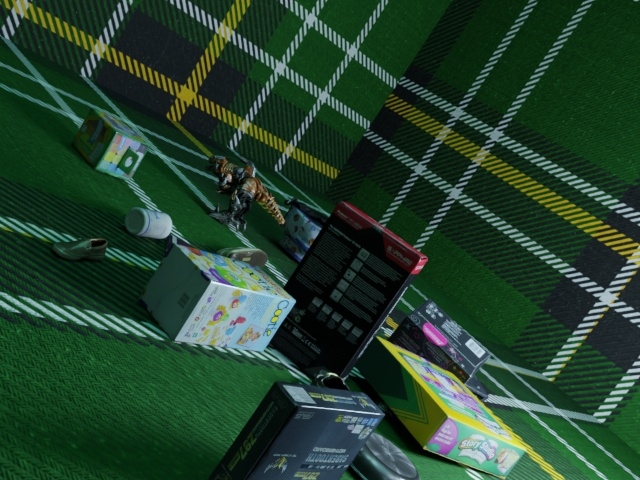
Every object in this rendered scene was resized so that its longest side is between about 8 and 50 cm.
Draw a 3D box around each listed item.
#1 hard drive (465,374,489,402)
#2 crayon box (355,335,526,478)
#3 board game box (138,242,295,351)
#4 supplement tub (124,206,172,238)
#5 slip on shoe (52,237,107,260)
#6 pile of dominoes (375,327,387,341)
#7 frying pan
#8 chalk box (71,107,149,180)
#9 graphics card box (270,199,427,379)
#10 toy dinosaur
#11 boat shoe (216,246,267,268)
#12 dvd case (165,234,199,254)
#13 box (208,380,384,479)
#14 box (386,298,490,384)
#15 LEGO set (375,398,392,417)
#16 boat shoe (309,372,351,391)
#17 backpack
[{"bbox_3d":[0.396,0.417,2.284,0.254,0.054,0.172,30,11,-12],"label":"hard drive"},{"bbox_3d":[0.295,0.413,1.797,0.363,0.106,0.313,31,11,-40],"label":"crayon box"},{"bbox_3d":[-0.208,0.123,1.508,0.142,0.144,0.275,40,11,34],"label":"board game box"},{"bbox_3d":[-0.429,-0.042,1.810,0.071,0.071,0.107,38,11,23],"label":"supplement tub"},{"bbox_3d":[-0.480,0.013,1.462,0.051,0.041,0.135,38,11,25],"label":"slip on shoe"},{"bbox_3d":[0.119,0.293,2.120,0.196,0.040,0.251,31,18,-18],"label":"pile of dominoes"},{"bbox_3d":[0.067,0.395,1.389,0.326,0.053,0.197,35,8,-10],"label":"frying pan"},{"bbox_3d":[-0.611,-0.272,2.145,0.213,0.132,0.132,39,11,36],"label":"chalk box"},{"bbox_3d":[0.045,0.125,1.652,0.233,0.371,0.094,35,10,15],"label":"graphics card box"},{"bbox_3d":[-0.265,-0.154,2.431,0.322,0.218,0.164,40,11,32],"label":"toy dinosaur"},{"bbox_3d":[-0.225,0.043,2.083,0.072,0.068,0.190,26,5,29],"label":"boat shoe"},{"bbox_3d":[-0.295,0.068,1.859,0.221,0.018,0.164,31,11,-20],"label":"dvd case"},{"bbox_3d":[-0.029,0.307,1.087,0.232,0.183,0.059,23,15,-50],"label":"box"},{"bbox_3d":[0.340,0.321,2.126,0.247,0.142,0.163,44,34,15],"label":"box"},{"bbox_3d":[0.147,0.390,1.708,0.054,0.023,0.083,30,11,-18],"label":"LEGO set"},{"bbox_3d":[0.028,0.314,1.497,0.081,0.069,0.228,19,4,-12],"label":"boat shoe"},{"bbox_3d":[0.000,0.000,2.577,0.276,0.213,0.263,17,10,-40],"label":"backpack"}]
